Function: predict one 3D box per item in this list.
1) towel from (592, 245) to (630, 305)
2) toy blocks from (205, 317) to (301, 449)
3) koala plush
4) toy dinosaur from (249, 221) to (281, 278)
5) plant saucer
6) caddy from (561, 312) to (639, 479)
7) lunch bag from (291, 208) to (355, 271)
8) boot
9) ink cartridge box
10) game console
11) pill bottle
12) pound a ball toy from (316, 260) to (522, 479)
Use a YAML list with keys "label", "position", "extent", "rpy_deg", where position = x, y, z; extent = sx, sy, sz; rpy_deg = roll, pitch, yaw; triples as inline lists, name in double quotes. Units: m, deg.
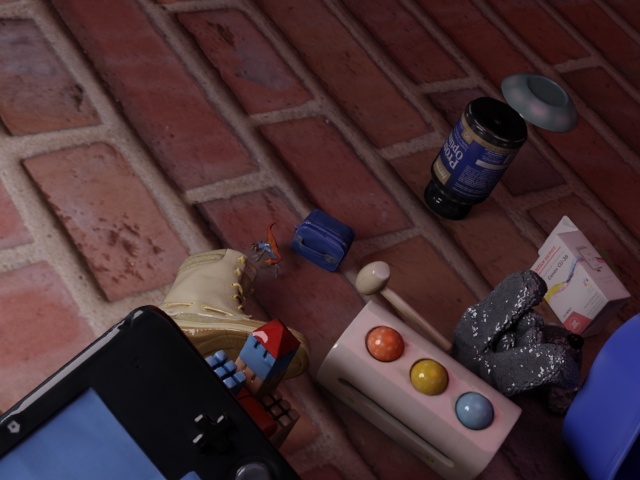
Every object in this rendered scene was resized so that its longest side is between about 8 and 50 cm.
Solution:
- label: "towel"
  position: [0.517, 0.064, 1.952]
  extent: [0.110, 0.027, 0.148]
  rpy_deg: [4, 46, -26]
- label: "toy blocks"
  position: [-0.155, 0.246, 1.242]
  extent: [0.191, 0.261, 0.381]
  rpy_deg: [45, 45, 18]
- label: "koala plush"
  position: [0.340, 0.182, 1.661]
  extent: [0.221, 0.203, 0.196]
  rpy_deg: [16, 48, -45]
- label: "toy dinosaur"
  position: [-0.082, 0.013, 1.651]
  extent: [0.047, 0.090, 0.082]
  rpy_deg: [14, -1, -30]
- label: "plant saucer"
  position: [0.500, -0.322, 2.315]
  extent: [0.194, 0.037, 0.195]
  rpy_deg: [16, 43, -15]
- label: "caddy"
  position: [0.522, 0.265, 1.544]
  extent: [0.241, 0.341, 0.179]
  rpy_deg: [1, 33, -30]
- label: "lunch bag"
  position: [0.000, 0.000, 1.709]
  extent: [0.098, 0.067, 0.065]
  rpy_deg: [29, 41, 2]
- label: "boot"
  position: [-0.116, 0.101, 1.484]
  extent: [0.261, 0.095, 0.203]
  rpy_deg: [3, 35, 19]
- label: "ink cartridge box"
  position: [0.448, 0.064, 1.850]
  extent: [0.067, 0.115, 0.198]
  rpy_deg: [-8, 52, -33]
- label: "game console"
  position: [-0.219, 0.310, 1.077]
  extent: [0.386, 0.060, 0.342]
  rpy_deg: [-39, 98, -7]
- label: "pill bottle"
  position: [0.276, -0.143, 1.882]
  extent: [0.122, 0.219, 0.123]
  rpy_deg: [15, 43, -15]
- label: "pound a ball toy"
  position: [0.149, 0.177, 1.528]
  extent: [0.319, 0.136, 0.208]
  rpy_deg: [37, 59, 8]
